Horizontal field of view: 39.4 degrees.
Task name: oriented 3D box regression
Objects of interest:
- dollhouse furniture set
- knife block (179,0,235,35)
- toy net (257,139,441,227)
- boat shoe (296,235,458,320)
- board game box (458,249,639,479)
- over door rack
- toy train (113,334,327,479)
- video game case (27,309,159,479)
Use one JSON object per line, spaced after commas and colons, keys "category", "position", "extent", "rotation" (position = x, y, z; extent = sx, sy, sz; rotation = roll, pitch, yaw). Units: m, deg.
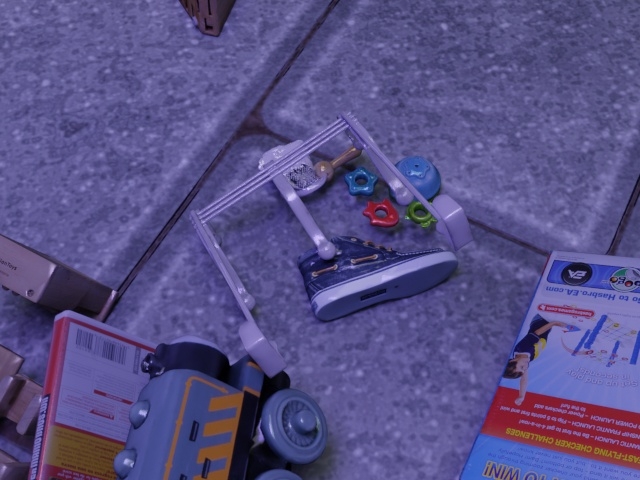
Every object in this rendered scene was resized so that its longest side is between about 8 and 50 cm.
{"category": "dollhouse furniture set", "position": [-0.346, 0.127, 0.961], "extent": [0.212, 0.161, 0.242], "rotation": [26, 83, 14]}
{"category": "knife block", "position": [-0.128, -0.456, 1.333], "extent": [0.242, 0.088, 0.275], "rotation": [-25, 62, -16]}
{"category": "toy net", "position": [0.036, -0.065, 1.125], "extent": [0.232, 0.045, 0.122], "rotation": [5, 60, 3]}
{"category": "boat shoe", "position": [0.066, 0.026, 1.054], "extent": [0.183, 0.065, 0.083], "rotation": [-16, 59, -11]}
{"category": "board game box", "position": [0.338, 0.162, 0.891], "extent": [0.308, 0.086, 0.302], "rotation": [6, 53, 36]}
{"category": "over door rack", "position": [0.000, 0.000, 0.962], "extent": [0.240, 0.108, 0.324], "rotation": [-35, 32, -1]}
{"category": "toy train", "position": [-0.107, 0.243, 0.823], "extent": [0.190, 0.142, 0.333], "rotation": [31, 46, -24]}
{"category": "video game case", "position": [-0.185, 0.228, 0.863], "extent": [0.025, 0.204, 0.285], "rotation": [-26, 50, 35]}
